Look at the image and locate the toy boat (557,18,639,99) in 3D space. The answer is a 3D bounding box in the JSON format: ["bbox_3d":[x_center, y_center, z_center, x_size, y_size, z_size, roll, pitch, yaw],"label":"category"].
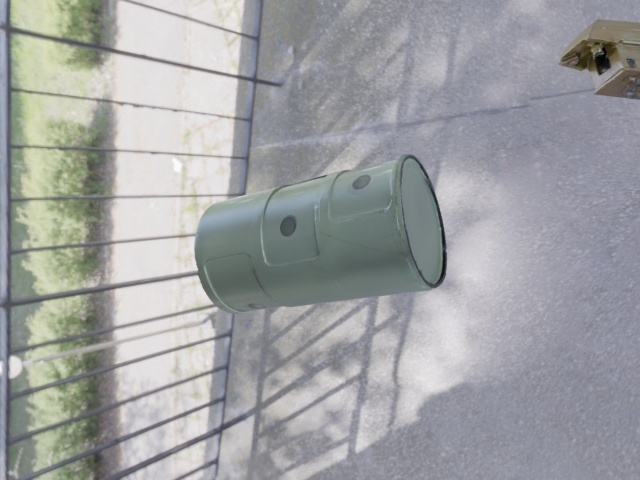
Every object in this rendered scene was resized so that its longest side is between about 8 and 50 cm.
[{"bbox_3d":[0.364,-0.199,0.605,0.057,0.200,0.077,130,135,-62],"label":"toy boat"}]

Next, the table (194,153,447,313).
[{"bbox_3d":[0.000,0.000,0.534,0.220,0.126,0.126,-11,88,28],"label":"table"}]
